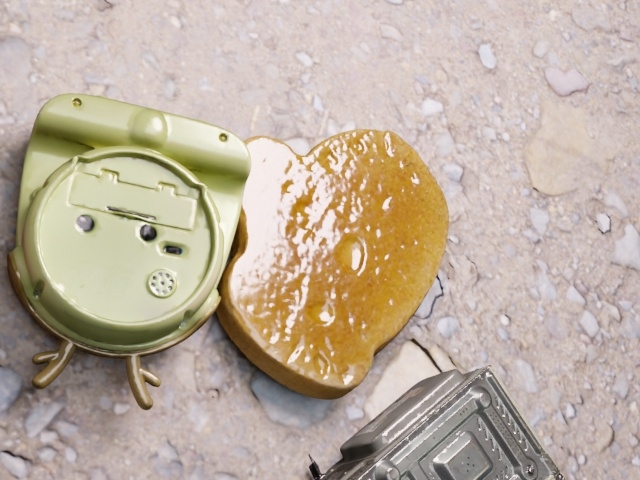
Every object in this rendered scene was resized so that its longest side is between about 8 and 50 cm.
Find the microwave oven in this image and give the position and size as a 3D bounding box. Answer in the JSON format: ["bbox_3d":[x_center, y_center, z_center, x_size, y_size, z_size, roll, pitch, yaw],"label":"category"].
[{"bbox_3d":[0.120,0.270,1.356,0.240,0.145,0.194,-34,95,-32],"label":"microwave oven"}]

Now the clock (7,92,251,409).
[{"bbox_3d":[-0.204,0.013,1.270,0.235,0.096,0.308,12,72,-14],"label":"clock"}]

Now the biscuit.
[{"bbox_3d":[-0.001,0.001,1.428,0.287,0.057,0.344,40,60,-10],"label":"biscuit"}]
